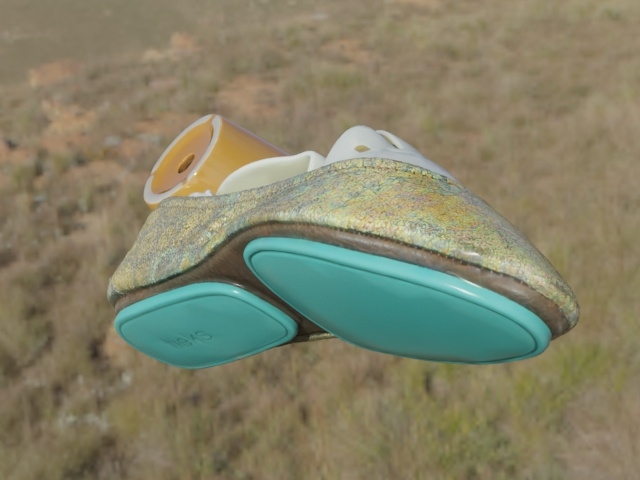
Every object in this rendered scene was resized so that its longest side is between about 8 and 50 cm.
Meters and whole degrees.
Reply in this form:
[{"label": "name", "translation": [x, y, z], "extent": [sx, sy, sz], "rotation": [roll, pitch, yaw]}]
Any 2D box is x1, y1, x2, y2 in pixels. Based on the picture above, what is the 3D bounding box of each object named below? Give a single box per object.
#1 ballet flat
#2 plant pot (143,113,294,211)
[{"label": "ballet flat", "translation": [0.000, 0.000, 0.647], "extent": [0.123, 0.123, 0.348], "rotation": [-17, 4, -36]}, {"label": "plant pot", "translation": [-0.090, -0.038, 1.408], "extent": [0.205, 0.188, 0.205], "rotation": [-37, 28, 24]}]
